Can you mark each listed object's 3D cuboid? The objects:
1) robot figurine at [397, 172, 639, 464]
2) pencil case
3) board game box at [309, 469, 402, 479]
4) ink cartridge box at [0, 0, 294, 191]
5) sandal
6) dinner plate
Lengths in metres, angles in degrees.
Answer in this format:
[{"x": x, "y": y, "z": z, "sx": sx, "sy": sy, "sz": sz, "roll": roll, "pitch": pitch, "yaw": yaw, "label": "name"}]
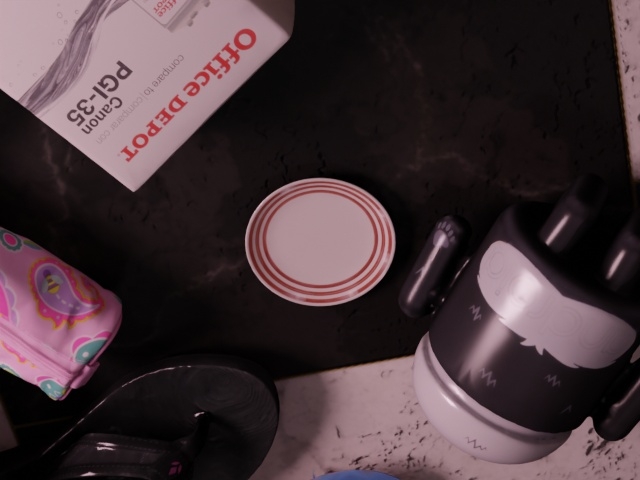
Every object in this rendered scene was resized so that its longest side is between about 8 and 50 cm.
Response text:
[{"x": 0.200, "y": 0.075, "z": 1.354, "sx": 0.174, "sy": 0.209, "sz": 0.278, "roll": 6, "pitch": 125, "yaw": -39, "label": "robot figurine"}, {"x": -0.323, "y": 0.034, "z": 1.348, "sx": 0.284, "sy": 0.124, "sz": 0.124, "roll": 33, "pitch": 115, "yaw": -20, "label": "pencil case"}, {"x": 0.031, "y": 0.292, "z": 1.559, "sx": 0.133, "sy": 0.033, "sz": 0.168, "roll": 3, "pitch": 126, "yaw": -9, "label": "board game box"}, {"x": -0.186, "y": -0.209, "z": 1.204, "sx": 0.283, "sy": 0.117, "sz": 0.207, "roll": 39, "pitch": 113, "yaw": -21, "label": "ink cartridge box"}, {"x": -0.231, "y": 0.257, "z": 1.489, "sx": 0.446, "sy": 0.107, "sz": 0.167, "roll": -27, "pitch": 117, "yaw": 16, "label": "sandal"}, {"x": 0.000, "y": 0.000, "z": 1.391, "sx": 0.141, "sy": 0.017, "sz": 0.141, "roll": 0, "pitch": 120, "yaw": 0, "label": "dinner plate"}]
